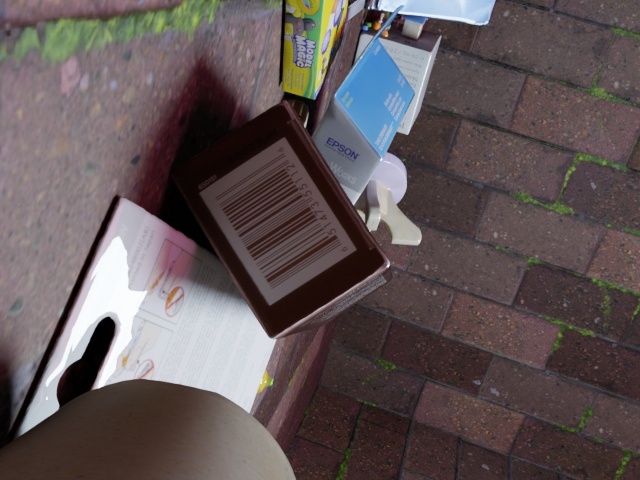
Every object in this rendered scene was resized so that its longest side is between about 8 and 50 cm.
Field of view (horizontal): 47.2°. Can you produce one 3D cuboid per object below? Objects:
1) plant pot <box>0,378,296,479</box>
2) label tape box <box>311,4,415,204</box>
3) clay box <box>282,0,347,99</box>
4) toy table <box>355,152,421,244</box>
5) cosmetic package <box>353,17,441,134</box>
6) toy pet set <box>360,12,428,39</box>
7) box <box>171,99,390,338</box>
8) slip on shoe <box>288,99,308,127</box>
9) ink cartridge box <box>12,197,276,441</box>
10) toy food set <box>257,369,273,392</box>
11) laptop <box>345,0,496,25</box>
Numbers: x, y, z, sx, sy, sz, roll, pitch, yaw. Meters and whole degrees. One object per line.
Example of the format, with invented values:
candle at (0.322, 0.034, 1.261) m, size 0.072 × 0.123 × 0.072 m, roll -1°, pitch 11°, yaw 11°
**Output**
plant pot at (-0.125, 0.233, 0.410) m, size 0.305 × 0.333 × 0.334 m, roll -88°, pitch -164°, yaw -81°
label tape box at (0.054, -0.162, 1.143) m, size 0.348 × 0.115 × 0.249 m, roll -56°, pitch -177°, yaw 38°
clay box at (-0.001, -0.301, 0.911) m, size 0.222 × 0.053 × 0.127 m, roll 99°, pitch 11°, yaw -57°
toy table at (0.112, -0.075, 1.739) m, size 0.274 × 0.252 × 0.161 m, roll 71°, pitch 21°, yaw -65°
cosmetic package at (0.149, -0.348, 1.543) m, size 0.151 × 0.151 × 0.184 m, roll -61°, pitch 166°, yaw -57°
toy pet set at (0.153, -0.447, 1.457) m, size 0.122 × 0.114 × 0.065 m, roll -58°, pitch 166°, yaw -59°
box at (-0.018, -0.004, 0.852) m, size 0.143 × 0.191 × 0.381 m, roll -32°, pitch 173°, yaw 1°
slip on shoe at (-0.053, -0.131, 0.998) m, size 0.041 × 0.051 × 0.135 m, roll 120°, pitch -12°, yaw -59°
ink cartridge box at (-0.182, 0.154, 0.734) m, size 0.308 × 0.091 × 0.385 m, roll -69°, pitch 156°, yaw -12°
toy food set at (-0.098, 0.163, 1.163) m, size 0.128 × 0.071 × 0.218 m, roll -66°, pitch 165°, yaw -68°
laptop at (0.198, -0.515, 1.146) m, size 0.408 × 0.236 × 0.382 m, roll -59°, pitch 166°, yaw -59°
